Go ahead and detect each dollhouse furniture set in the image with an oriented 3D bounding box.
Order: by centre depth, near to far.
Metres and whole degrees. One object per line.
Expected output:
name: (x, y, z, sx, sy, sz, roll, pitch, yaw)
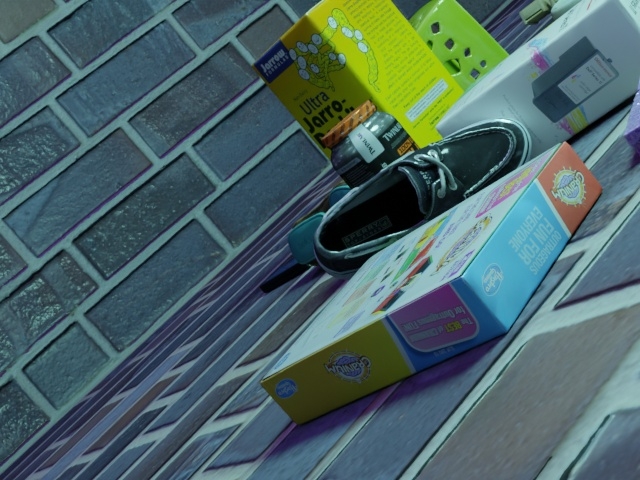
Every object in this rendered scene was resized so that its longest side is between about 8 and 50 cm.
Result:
dollhouse furniture set: (0.509, -0.441, 2.132, 0.161, 0.101, 0.182, -13, -14, -42)

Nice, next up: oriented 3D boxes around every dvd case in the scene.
dvd case: (0.000, 0.000, 2.216, 0.253, 0.022, 0.180, -45, 7, -36)

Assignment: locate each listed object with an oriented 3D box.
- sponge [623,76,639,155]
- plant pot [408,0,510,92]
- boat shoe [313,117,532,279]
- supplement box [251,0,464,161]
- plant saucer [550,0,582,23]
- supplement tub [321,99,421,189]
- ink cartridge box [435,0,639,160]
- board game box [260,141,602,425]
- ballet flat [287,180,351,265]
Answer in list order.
sponge: (0.375, -0.162, 1.147, 0.117, 0.031, 0.210, -37, 7, 30)
plant pot: (0.226, -0.317, 2.212, 0.207, 0.228, 0.227, -49, 8, -11)
boat shoe: (0.122, -0.061, 1.333, 0.301, 0.108, 0.102, -29, -17, -2)
supplement box: (0.088, -0.264, 2.012, 0.194, 0.356, 0.195, -33, 9, 50)
plant saucer: (0.485, -0.400, 1.812, 0.400, 0.100, 0.400, -40, 7, 6)
supplement tub: (0.095, -0.103, 1.623, 0.117, 0.190, 0.117, -40, 7, 6)
ink cartridge box: (0.335, -0.229, 1.428, 0.353, 0.119, 0.207, -36, 7, 30)
board game box: (0.106, 0.048, 1.120, 0.316, 0.064, 0.242, -33, 10, 48)
ballet flat: (0.062, -0.038, 1.856, 0.124, 0.116, 0.342, -22, -7, -28)
